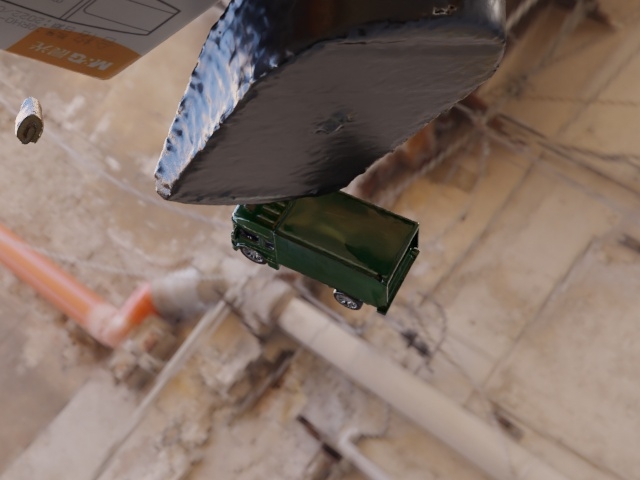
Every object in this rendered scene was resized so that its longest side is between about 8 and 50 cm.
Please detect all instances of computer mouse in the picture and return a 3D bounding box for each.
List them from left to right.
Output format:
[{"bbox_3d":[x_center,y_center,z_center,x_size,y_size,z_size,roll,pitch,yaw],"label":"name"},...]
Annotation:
[{"bbox_3d":[0.000,-0.111,0.861,0.168,0.087,0.295,-4,-22,-32],"label":"computer mouse"}]

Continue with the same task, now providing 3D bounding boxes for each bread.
[{"bbox_3d":[-0.388,-0.159,1.798,0.036,0.083,0.047,22,-73,-21],"label":"bread"}]

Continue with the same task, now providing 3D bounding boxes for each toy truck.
[{"bbox_3d":[0.000,0.000,1.063,0.065,0.147,0.079,-59,-18,-23],"label":"toy truck"}]

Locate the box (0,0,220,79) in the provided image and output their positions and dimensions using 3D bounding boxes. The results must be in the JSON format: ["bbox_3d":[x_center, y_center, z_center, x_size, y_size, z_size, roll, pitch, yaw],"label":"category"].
[{"bbox_3d":[-0.182,-0.212,0.866,0.274,0.091,0.221,10,-27,-42],"label":"box"}]
